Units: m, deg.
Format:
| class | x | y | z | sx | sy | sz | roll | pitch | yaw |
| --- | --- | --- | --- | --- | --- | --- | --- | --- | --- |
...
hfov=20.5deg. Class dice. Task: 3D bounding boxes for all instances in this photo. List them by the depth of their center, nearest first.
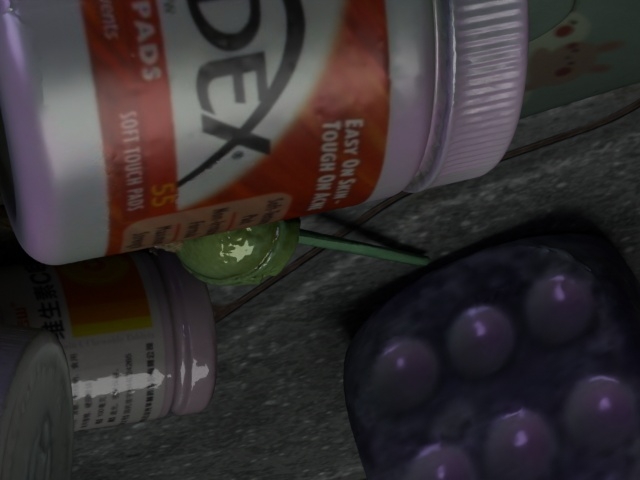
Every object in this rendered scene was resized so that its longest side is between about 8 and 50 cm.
| class | x | y | z | sx | sy | sz | roll | pitch | yaw |
| --- | --- | --- | --- | --- | --- | --- | --- | --- | --- |
| dice | 0.194 | 0.171 | 1.577 | 0.270 | 0.270 | 0.271 | -25 | 153 | 13 |

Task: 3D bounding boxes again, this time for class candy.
| class | x | y | z | sx | sy | sz | roll | pitch | yaw |
| --- | --- | --- | --- | --- | --- | --- | --- | --- | --- |
| candy | 0.000 | 0.000 | 1.369 | 0.093 | 0.092 | 0.335 | -42 | 155 | 22 |

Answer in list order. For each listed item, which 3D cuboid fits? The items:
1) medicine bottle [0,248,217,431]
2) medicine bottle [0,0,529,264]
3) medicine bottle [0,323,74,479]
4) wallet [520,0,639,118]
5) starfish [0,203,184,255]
| class | x | y | z | sx | sy | sz | roll | pitch | yaw |
| --- | --- | --- | --- | --- | --- | --- | --- | --- | --- |
| medicine bottle | -0.212 | 0.081 | 1.312 | 0.249 | 0.133 | 0.133 | -7 | 152 | -19 |
| medicine bottle | -0.053 | -0.131 | 0.867 | 0.241 | 0.252 | 0.252 | -13 | 153 | -13 |
| medicine bottle | -0.333 | 0.126 | 1.123 | 0.332 | 0.190 | 0.190 | 8 | 153 | 6 |
| wallet | 0.109 | -0.140 | 1.139 | 0.360 | 0.083 | 0.252 | -18 | 155 | 4 |
| starfish | -0.152 | -0.059 | 1.127 | 0.277 | 0.062 | 0.236 | -16 | 142 | 41 |
